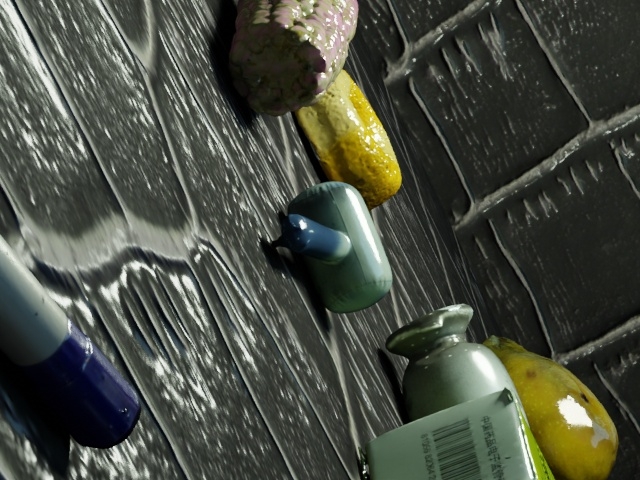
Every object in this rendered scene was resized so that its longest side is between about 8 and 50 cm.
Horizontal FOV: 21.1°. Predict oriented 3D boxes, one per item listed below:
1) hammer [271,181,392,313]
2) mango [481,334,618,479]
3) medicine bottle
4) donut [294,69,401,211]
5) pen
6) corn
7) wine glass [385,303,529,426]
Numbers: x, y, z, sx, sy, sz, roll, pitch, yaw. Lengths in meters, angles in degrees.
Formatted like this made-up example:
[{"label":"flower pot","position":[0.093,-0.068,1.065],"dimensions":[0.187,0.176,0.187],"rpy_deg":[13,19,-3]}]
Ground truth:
[{"label":"hammer","position":[0.000,0.000,1.440],"dimensions":[0.116,0.069,0.194],"rpy_deg":[69,13,11]},{"label":"mango","position":[0.289,0.242,2.356],"dimensions":[0.329,0.175,0.176],"rpy_deg":[-153,-112,-71]},{"label":"medicine bottle","position":[0.143,0.259,1.356],"dimensions":[0.137,0.141,0.250],"rpy_deg":[-97,162,-56]},{"label":"donut","position":[0.030,-0.114,1.919],"dimensions":[0.174,0.074,0.190],"rpy_deg":[-105,168,-46]},{"label":"pen","position":[-0.140,-0.006,0.632],"dimensions":[0.033,0.033,0.269],"rpy_deg":[-106,169,-45]},{"label":"corn","position":[-0.024,-0.194,1.647],"dimensions":[0.335,0.126,0.127],"rpy_deg":[-87,152,-69]},{"label":"wine glass","position":[0.144,0.169,1.718],"dimensions":[0.111,0.111,0.204],"rpy_deg":[41,26,-72]}]
